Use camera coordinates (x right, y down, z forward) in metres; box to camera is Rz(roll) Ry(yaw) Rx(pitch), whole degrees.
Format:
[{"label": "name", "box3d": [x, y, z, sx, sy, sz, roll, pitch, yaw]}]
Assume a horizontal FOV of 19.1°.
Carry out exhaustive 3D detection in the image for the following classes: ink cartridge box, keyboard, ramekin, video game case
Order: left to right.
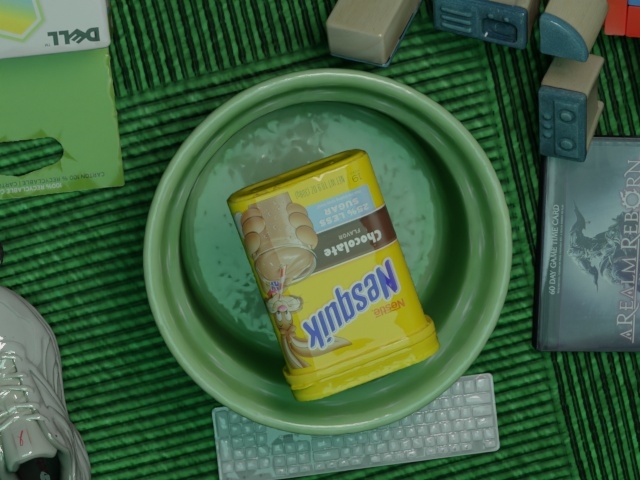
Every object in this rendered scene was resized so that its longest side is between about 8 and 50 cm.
[{"label": "ink cartridge box", "box3d": [-0.264, -0.156, 1.583, 0.188, 0.097, 0.255, -7, 100, -5]}, {"label": "ramekin", "box3d": [0.000, 0.000, 1.613, 0.303, 0.148, 0.303, -1, 100, -6]}, {"label": "keyboard", "box3d": [0.033, 0.170, 1.716, 0.256, 0.014, 0.072, -7, 101, -5]}, {"label": "video game case", "box3d": [0.331, 0.004, 1.715, 0.274, 0.026, 0.196, 0, 100, -7]}]

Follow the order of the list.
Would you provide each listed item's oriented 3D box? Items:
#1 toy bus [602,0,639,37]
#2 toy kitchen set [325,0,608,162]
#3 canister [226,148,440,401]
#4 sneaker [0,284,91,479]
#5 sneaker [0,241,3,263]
[{"label": "toy bus", "box3d": [0.332, -0.177, 1.625, 0.211, 0.149, 0.220, 3, 121, 13]}, {"label": "toy kitchen set", "box3d": [0.127, -0.145, 1.619, 0.207, 0.122, 0.166, 15, 144, 19]}, {"label": "canister", "box3d": [0.008, 0.026, 1.506, 0.126, 0.073, 0.170, -21, 100, -3]}, {"label": "sneaker", "box3d": [-0.253, 0.143, 1.623, 0.090, 0.115, 0.232, -23, 105, -3]}, {"label": "sneaker", "box3d": [-0.366, 0.025, 1.628, 0.190, 0.071, 0.083, -2, 121, -7]}]
